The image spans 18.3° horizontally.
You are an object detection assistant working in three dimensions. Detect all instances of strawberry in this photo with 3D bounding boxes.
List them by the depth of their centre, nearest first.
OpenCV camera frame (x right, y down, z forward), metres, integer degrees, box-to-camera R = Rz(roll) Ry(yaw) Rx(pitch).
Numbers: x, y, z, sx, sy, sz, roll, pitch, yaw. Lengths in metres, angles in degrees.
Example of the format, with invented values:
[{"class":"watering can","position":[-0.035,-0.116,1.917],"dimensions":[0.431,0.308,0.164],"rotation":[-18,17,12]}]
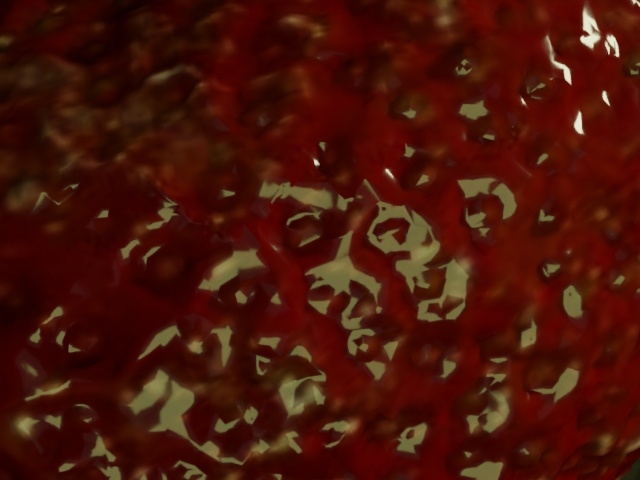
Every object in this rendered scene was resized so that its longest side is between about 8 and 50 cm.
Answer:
[{"class":"strawberry","position":[0.000,0.000,0.589],"dimensions":[0.276,0.257,0.257],"rotation":[-28,117,17]}]
